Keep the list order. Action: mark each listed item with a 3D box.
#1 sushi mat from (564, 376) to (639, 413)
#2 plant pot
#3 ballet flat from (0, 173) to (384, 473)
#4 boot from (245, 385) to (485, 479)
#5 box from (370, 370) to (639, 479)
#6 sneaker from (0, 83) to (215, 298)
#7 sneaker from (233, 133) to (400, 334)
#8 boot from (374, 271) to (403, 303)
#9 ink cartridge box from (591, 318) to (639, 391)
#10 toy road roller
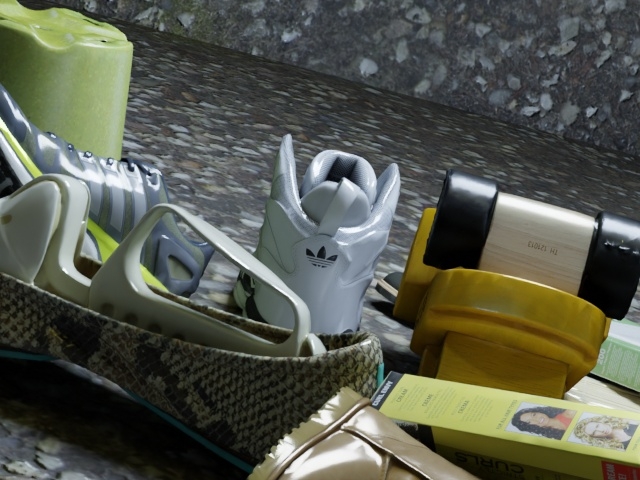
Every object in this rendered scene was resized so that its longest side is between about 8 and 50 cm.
[{"bbox_3d":[0.276,0.166,1.762,0.316,0.019,0.151,17,13,5],"label":"sushi mat"},{"bbox_3d":[-0.300,-0.100,1.659,0.276,0.254,0.276,14,14,-4],"label":"plant pot"},{"bbox_3d":[-0.166,0.046,1.391,0.482,0.182,0.164,19,16,15],"label":"ballet flat"},{"bbox_3d":[0.081,0.223,1.168,0.269,0.089,0.236,31,38,15],"label":"boot"},{"bbox_3d":[0.150,0.163,1.274,0.232,0.087,0.058,8,39,29],"label":"box"},{"bbox_3d":[-0.215,-0.043,1.537,0.300,0.121,0.111,50,-27,-24],"label":"sneaker"},{"bbox_3d":[0.000,0.000,1.695,0.137,0.210,0.366,15,14,-4],"label":"sneaker"},{"bbox_3d":[0.165,0.032,1.875,0.198,0.137,0.077,20,2,33],"label":"boot"},{"bbox_3d":[0.360,0.130,1.888,0.171,0.056,0.235,12,6,-42],"label":"ink cartridge box"},{"bbox_3d":[0.169,0.095,1.614,0.202,0.241,0.329,16,-16,2],"label":"toy road roller"}]
